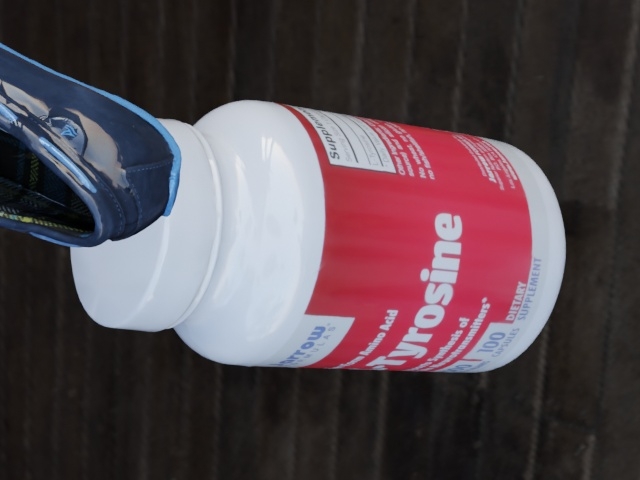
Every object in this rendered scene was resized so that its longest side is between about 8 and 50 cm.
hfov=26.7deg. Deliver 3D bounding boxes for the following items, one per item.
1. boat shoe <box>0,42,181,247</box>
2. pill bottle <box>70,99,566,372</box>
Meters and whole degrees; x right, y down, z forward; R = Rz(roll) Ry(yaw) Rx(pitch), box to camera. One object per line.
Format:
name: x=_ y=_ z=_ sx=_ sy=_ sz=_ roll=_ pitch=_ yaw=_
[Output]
boat shoe: x=-0.200 y=-0.066 z=0.700 sx=0.258 sy=0.089 sz=0.109 roll=13 pitch=118 yaw=17
pill bottle: x=0.000 y=0.000 z=1.198 sx=0.229 sy=0.407 sz=0.229 roll=-11 pitch=77 yaw=54
